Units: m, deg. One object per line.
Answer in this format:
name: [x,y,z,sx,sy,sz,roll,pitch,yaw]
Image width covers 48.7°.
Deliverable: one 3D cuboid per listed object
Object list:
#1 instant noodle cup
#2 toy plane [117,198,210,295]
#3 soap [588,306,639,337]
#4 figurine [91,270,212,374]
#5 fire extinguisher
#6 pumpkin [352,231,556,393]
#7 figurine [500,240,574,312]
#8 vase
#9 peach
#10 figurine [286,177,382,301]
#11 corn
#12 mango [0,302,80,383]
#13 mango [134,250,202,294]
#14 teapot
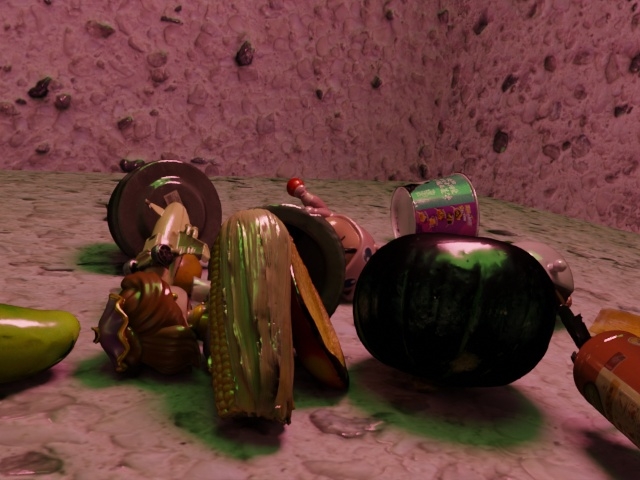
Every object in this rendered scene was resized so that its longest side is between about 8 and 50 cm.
instant noodle cup: [0.327,-0.074,2.090,0.190,0.251,0.251,-5,15,-16]
toy plane: [-0.277,0.028,1.244,0.241,0.256,0.104,-28,-41,32]
soap: [0.583,0.194,1.345,0.134,0.076,0.233,15,13,27]
figurine: [-0.204,0.124,1.056,0.263,0.142,0.190,4,36,-15]
fire extinguisher: [0.426,0.230,0.912,0.113,0.200,0.376,-15,20,-5]
pumpkin: [0.198,0.120,1.094,0.314,0.239,0.315,11,-12,2]
figurine: [0.450,0.075,1.623,0.281,0.167,0.370,20,5,-9]
vase: [-0.094,0.049,1.322,0.244,0.245,0.291,5,3,-10]
peach: [-0.033,0.106,1.094,0.068,0.189,0.279,-24,54,1]
figurine: [0.000,0.000,1.546,0.186,0.176,0.287,18,27,-54]
corn: [-0.087,0.102,0.953,0.122,0.306,0.123,12,-32,-31]
mango: [-0.434,0.134,0.938,0.125,0.111,0.232,23,18,39]
mango: [-0.299,0.060,1.403,0.137,0.098,0.195,5,5,3]
teapot: [-0.341,-0.061,1.624,0.321,0.240,0.239,-7,5,-34]
